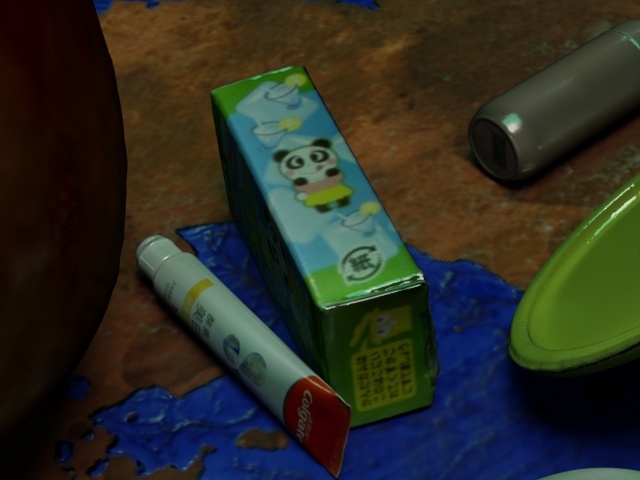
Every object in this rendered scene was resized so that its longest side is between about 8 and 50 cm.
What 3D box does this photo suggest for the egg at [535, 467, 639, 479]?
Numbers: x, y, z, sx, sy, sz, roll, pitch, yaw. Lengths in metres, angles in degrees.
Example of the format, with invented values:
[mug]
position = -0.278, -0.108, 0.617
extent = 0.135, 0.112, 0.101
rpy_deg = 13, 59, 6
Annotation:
[egg]
position = 0.098, 0.184, 0.643
extent = 0.151, 0.151, 0.209
rpy_deg = 26, 52, 27

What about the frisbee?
[frisbee]
position = 0.193, -0.010, 0.827
extent = 0.017, 0.236, 0.236
rpy_deg = 50, 54, -10

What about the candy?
[candy]
position = 0.000, 0.000, 0.883
extent = 0.062, 0.097, 0.194
rpy_deg = -18, 45, -10

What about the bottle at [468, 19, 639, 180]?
[bottle]
position = 0.156, -0.087, 0.993
extent = 0.140, 0.053, 0.053
rpy_deg = -32, 50, -25

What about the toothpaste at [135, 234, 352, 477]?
[toothpaste]
position = -0.043, 0.054, 0.871
extent = 0.031, 0.048, 0.190
rpy_deg = -13, 38, -34

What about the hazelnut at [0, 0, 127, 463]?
[hazelnut]
position = -0.295, -0.025, 0.770
extent = 0.421, 0.353, 0.421
rpy_deg = 0, 79, 0
